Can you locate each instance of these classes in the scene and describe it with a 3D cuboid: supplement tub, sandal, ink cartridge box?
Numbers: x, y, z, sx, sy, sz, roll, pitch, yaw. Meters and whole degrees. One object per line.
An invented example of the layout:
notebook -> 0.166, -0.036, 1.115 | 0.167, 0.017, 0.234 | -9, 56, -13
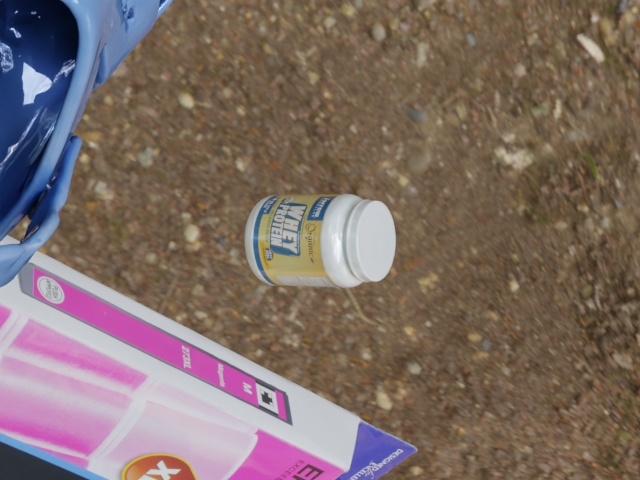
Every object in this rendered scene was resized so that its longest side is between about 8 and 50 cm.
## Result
supplement tub -> 0.000, 0.000, 1.884 | 0.199, 0.144, 0.144 | 0, 76, 31
sandal -> -0.111, -0.094, 0.480 | 0.317, 0.126, 0.138 | -64, 27, -2
ink cartridge box -> -0.117, 0.131, 0.761 | 0.176, 0.371, 0.069 | -41, 40, 24
